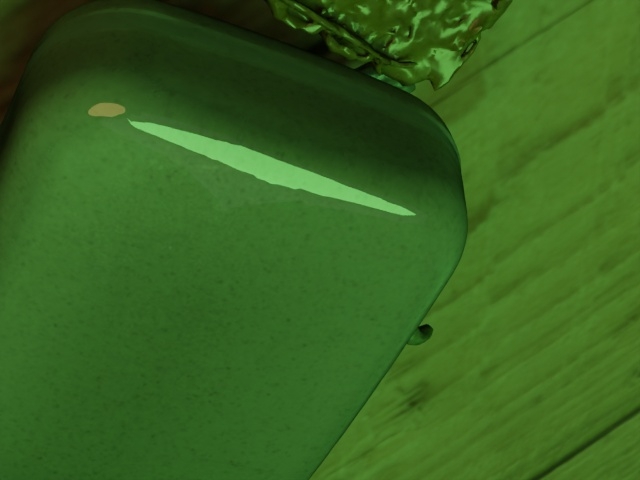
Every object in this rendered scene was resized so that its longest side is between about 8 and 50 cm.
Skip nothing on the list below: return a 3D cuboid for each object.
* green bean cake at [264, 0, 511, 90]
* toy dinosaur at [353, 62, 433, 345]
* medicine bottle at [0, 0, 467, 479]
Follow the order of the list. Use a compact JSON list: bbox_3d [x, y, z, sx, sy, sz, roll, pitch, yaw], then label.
[{"bbox_3d":[0.034,-0.217,0.677,0.230,0.131,0.224,26,108,-37],"label":"green bean cake"},{"bbox_3d":[0.002,0.006,0.870,0.162,0.077,0.294,-17,128,-5],"label":"toy dinosaur"},{"bbox_3d":[-0.094,0.051,0.767,0.282,0.123,0.375,19,129,-18],"label":"medicine bottle"}]
